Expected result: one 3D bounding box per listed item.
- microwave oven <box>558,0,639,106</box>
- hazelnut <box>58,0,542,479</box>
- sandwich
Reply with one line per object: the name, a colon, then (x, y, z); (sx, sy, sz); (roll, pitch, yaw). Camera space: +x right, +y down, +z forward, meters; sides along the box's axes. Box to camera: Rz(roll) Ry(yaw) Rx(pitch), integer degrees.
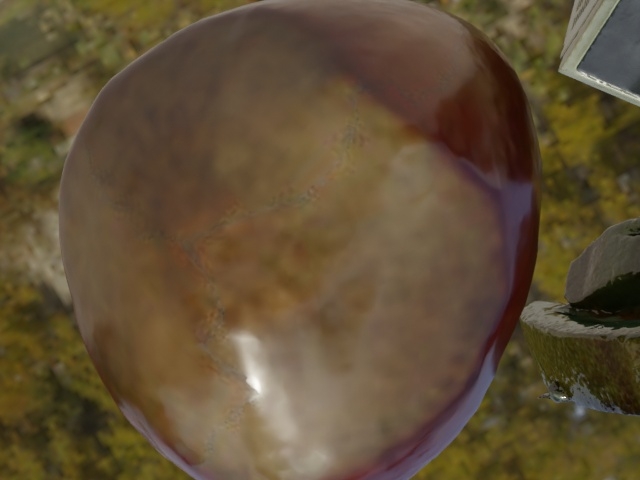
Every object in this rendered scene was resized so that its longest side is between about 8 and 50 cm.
microwave oven: (0.329, -0.181, 1.309); (0.145, 0.240, 0.194); (117, -6, -50)
hazelnut: (-0.004, -0.001, 1.158); (0.366, 0.366, 0.366); (-29, -175, 3)
sandwich: (0.327, 0.047, 1.365); (0.301, 0.162, 0.250); (-6, -175, -10)
